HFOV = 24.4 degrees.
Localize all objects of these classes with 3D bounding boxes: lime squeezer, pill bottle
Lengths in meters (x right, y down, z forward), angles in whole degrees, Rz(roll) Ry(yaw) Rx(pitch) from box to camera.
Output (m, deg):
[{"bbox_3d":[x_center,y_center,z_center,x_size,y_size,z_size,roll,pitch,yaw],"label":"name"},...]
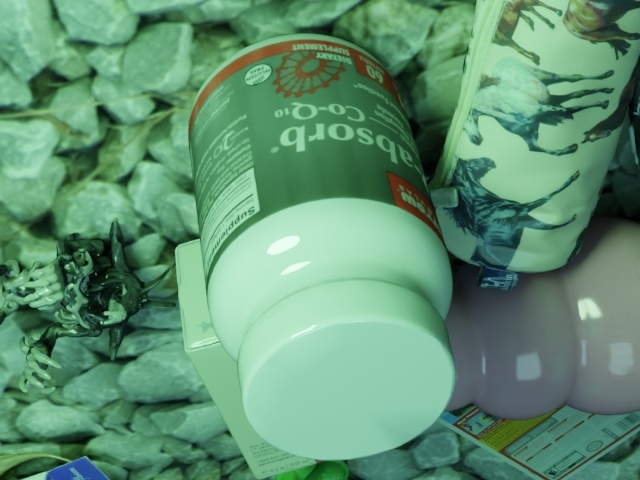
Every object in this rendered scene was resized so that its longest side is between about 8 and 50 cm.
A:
[{"bbox_3d":[0.007,0.293,1.748,0.059,0.110,0.310,-51,154,12],"label":"lime squeezer"},{"bbox_3d":[0.000,0.000,1.291,0.210,0.363,0.210,-6,133,-6],"label":"pill bottle"}]

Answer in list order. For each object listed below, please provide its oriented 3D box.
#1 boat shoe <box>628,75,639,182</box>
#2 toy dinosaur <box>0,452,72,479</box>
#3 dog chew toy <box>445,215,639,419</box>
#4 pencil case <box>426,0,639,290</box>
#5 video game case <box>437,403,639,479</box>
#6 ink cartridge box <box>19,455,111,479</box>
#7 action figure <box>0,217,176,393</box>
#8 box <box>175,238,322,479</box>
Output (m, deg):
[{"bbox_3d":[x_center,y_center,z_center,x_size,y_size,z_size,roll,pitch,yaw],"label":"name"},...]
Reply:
[{"bbox_3d":[0.341,-0.112,1.412,0.108,0.102,0.301,-7,139,7],"label":"boat shoe"},{"bbox_3d":[-0.379,0.259,1.683,0.183,0.053,0.093,-29,147,22],"label":"toy dinosaur"},{"bbox_3d":[0.215,0.090,1.505,0.332,0.206,0.206,-9,134,-14],"label":"dog chew toy"},{"bbox_3d":[0.194,-0.150,1.328,0.184,0.160,0.410,-15,137,-24],"label":"pencil case"},{"bbox_3d":[0.260,0.181,1.737,0.204,0.025,0.285,-39,127,24],"label":"video game case"},{"bbox_3d":[-0.326,0.340,1.734,0.208,0.045,0.206,-20,145,7],"label":"ink cartridge box"},{"bbox_3d":[-0.278,0.067,1.456,0.276,0.141,0.164,0,121,-8],"label":"action figure"},{"bbox_3d":[-0.050,0.112,1.527,0.127,0.148,0.232,-16,135,5],"label":"box"}]
